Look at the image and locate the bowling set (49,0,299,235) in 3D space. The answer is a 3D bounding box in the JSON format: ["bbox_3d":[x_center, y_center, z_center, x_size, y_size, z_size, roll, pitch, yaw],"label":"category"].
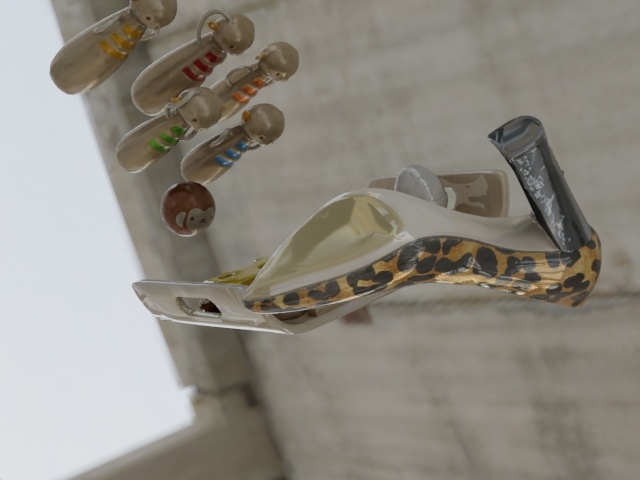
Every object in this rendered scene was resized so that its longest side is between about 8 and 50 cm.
[{"bbox_3d":[-0.104,-0.118,1.678,0.154,0.287,0.200,-33,-110,31],"label":"bowling set"}]

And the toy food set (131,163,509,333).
[{"bbox_3d":[0.000,0.000,1.607,0.219,0.306,0.092,0,-71,56],"label":"toy food set"}]

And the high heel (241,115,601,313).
[{"bbox_3d":[0.085,0.035,1.306,0.186,0.261,0.093,60,5,-39],"label":"high heel"}]

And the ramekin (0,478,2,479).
[{"bbox_3d":[-0.320,0.297,1.197,0.148,0.303,0.303,-50,-116,35],"label":"ramekin"}]
